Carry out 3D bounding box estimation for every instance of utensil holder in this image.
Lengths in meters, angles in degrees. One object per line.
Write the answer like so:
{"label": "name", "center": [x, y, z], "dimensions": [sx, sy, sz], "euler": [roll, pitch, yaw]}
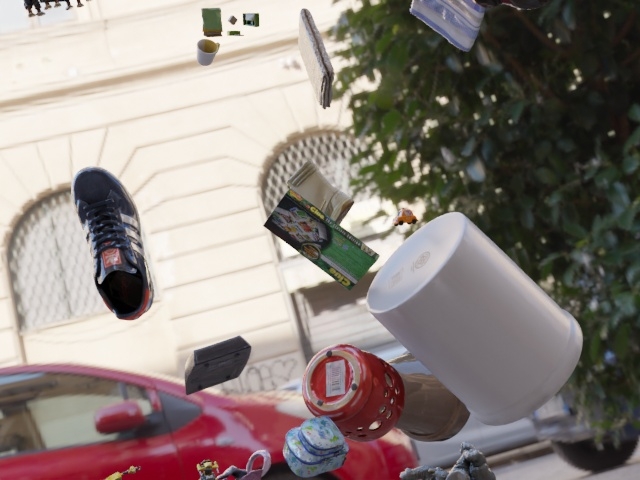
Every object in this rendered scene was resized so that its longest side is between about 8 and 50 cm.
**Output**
{"label": "utensil holder", "center": [0.343, 0.170, 1.879], "dimensions": [0.327, 0.385, 0.327], "euler": [-42, 15, 14]}

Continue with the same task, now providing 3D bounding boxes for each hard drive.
{"label": "hard drive", "center": [-0.277, 0.327, 2.184], "dimensions": [0.172, 0.054, 0.255], "euler": [-17, -22, -21]}

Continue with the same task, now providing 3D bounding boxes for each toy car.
{"label": "toy car", "center": [0.187, -0.054, 1.883], "dimensions": [0.060, 0.040, 0.122], "euler": [-7, 1, 1]}

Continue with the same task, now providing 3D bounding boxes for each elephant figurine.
{"label": "elephant figurine", "center": [0.401, 0.744, 2.537], "dimensions": [0.239, 0.169, 0.186], "euler": [-31, 25, -18]}

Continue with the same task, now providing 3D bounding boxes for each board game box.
{"label": "board game box", "center": [0.000, 0.000, 1.926], "dimensions": [0.136, 0.259, 0.030], "euler": [-50, 3, 43]}

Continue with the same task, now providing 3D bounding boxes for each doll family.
{"label": "doll family", "center": [-0.535, -0.535, 1.700], "dimensions": [0.193, 0.111, 0.076], "euler": [-19, 3, -24]}

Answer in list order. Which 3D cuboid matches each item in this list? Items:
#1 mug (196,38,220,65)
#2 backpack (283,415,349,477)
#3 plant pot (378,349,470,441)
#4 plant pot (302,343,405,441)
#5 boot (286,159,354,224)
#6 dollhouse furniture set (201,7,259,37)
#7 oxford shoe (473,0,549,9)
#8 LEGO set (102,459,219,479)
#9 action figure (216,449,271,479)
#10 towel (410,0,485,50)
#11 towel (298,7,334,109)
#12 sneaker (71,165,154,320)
{"label": "mug", "center": [-0.325, -0.540, 2.406], "dimensions": [0.078, 0.062, 0.064], "euler": [-5, -33, -23]}
{"label": "backpack", "center": [-0.013, 0.407, 1.648], "dimensions": [0.114, 0.105, 0.084], "euler": [-13, -47, -30]}
{"label": "plant pot", "center": [0.235, 0.408, 2.201], "dimensions": [0.263, 0.263, 0.229], "euler": [-28, -25, 37]}
{"label": "plant pot", "center": [0.062, 0.324, 1.790], "dimensions": [0.191, 0.191, 0.174], "euler": [-23, -35, 23]}
{"label": "boot", "center": [-0.029, -0.107, 2.551], "dimensions": [0.095, 0.203, 0.262], "euler": [-38, -10, -40]}
{"label": "dollhouse furniture set", "center": [-0.239, -0.579, 2.203], "dimensions": [0.151, 0.076, 0.058], "euler": [-14, 22, -37]}
{"label": "oxford shoe", "center": [0.430, -0.564, 1.842], "dimensions": [0.076, 0.212, 0.076], "euler": [-52, -49, -12]}
{"label": "LEGO set", "center": [-0.256, 0.432, 1.276], "dimensions": [0.331, 0.255, 0.192], "euler": [1, -60, -14]}
{"label": "action figure", "center": [-0.177, 0.759, 2.057], "dimensions": [0.275, 0.370, 0.248], "euler": [-28, -12, -41]}
{"label": "towel", "center": [0.323, -0.602, 2.131], "dimensions": [0.034, 0.209, 0.285], "euler": [-50, -8, -7]}
{"label": "towel", "center": [-0.013, -0.567, 2.594], "dimensions": [0.049, 0.282, 0.187], "euler": [-14, -24, -10]}
{"label": "sneaker", "center": [-0.446, 0.010, 1.785], "dimensions": [0.131, 0.350, 0.148], "euler": [-19, 11, 1]}
